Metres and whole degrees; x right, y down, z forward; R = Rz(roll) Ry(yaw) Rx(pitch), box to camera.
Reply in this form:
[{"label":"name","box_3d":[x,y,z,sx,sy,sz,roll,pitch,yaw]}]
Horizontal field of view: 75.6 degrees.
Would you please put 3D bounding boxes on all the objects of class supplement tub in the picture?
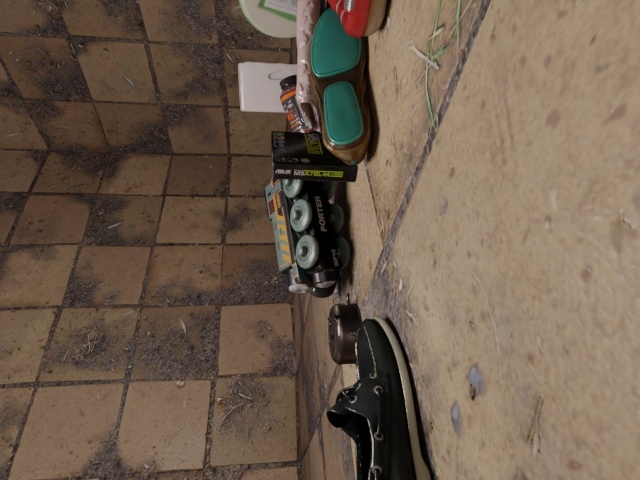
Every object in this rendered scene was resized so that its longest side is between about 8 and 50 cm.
[{"label":"supplement tub","box_3d":[-0.070,-0.444,1.379,0.106,0.106,0.197,-174,62,-82]}]

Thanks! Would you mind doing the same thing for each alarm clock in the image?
[{"label":"alarm clock","box_3d":[0.049,0.217,0.911,0.129,0.064,0.192,-99,8,-47]}]

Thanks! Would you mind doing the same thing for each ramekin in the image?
[{"label":"ramekin","box_3d":[-0.101,-0.729,1.157,0.303,0.304,0.148,104,156,-60]}]

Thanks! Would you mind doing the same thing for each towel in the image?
[{"label":"towel","box_3d":[-0.019,-0.457,1.001,0.317,0.054,0.331,-25,-64,-87]}]

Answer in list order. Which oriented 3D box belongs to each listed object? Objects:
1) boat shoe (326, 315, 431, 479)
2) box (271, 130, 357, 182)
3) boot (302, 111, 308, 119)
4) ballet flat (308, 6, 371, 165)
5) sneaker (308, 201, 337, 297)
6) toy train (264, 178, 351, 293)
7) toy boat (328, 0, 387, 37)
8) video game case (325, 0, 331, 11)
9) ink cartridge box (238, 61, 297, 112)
[{"label":"boat shoe","box_3d":[0.066,0.257,0.575,0.127,0.113,0.340,99,168,-51]},{"label":"box","box_3d":[-0.022,-0.198,0.956,0.190,0.184,0.045,-99,11,-54]},{"label":"boot","box_3d":[-0.011,-0.478,1.266,0.211,0.104,0.295,73,-165,-87]},{"label":"ballet flat","box_3d":[0.047,-0.297,0.824,0.124,0.116,0.342,56,-155,-67]},{"label":"sneaker","box_3d":[0.000,0.000,1.104,0.162,0.107,0.281,105,164,-53]},{"label":"toy train","box_3d":[-0.041,-0.035,1.011,0.190,0.142,0.333,-32,63,47]},{"label":"toy boat","box_3d":[0.027,-0.453,0.710,0.231,0.151,0.151,-99,12,-47]},{"label":"video game case","box_3d":[0.028,-0.420,1.006,0.248,0.035,0.274,-86,-2,-78]},{"label":"ink cartridge box","box_3d":[-0.161,-0.588,1.590,0.395,0.286,0.166,-109,19,-68]}]
